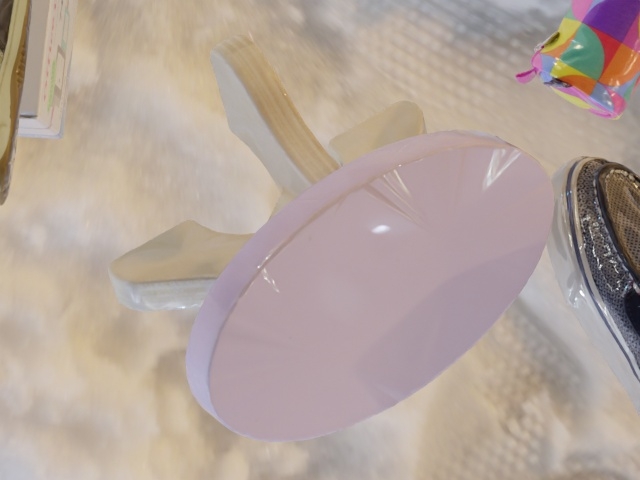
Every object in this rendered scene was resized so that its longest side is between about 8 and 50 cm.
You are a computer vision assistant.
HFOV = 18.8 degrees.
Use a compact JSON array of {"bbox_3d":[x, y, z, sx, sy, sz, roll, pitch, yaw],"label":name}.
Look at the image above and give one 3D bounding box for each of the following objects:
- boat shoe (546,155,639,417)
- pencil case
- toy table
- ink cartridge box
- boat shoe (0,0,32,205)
[{"bbox_3d":[0.285,0.060,1.346,0.158,0.127,0.340,-42,63,41],"label":"boat shoe"},{"bbox_3d":[0.278,-0.224,1.755,0.104,0.104,0.236,31,92,-10],"label":"pencil case"},{"bbox_3d":[0.000,0.000,1.276,0.274,0.161,0.252,-20,124,-28],"label":"toy table"},{"bbox_3d":[-0.332,-0.205,1.768,0.197,0.270,0.198,6,90,-3],"label":"ink cartridge box"},{"bbox_3d":[-0.262,-0.127,1.472,0.073,0.223,0.080,7,145,-12],"label":"boat shoe"}]
